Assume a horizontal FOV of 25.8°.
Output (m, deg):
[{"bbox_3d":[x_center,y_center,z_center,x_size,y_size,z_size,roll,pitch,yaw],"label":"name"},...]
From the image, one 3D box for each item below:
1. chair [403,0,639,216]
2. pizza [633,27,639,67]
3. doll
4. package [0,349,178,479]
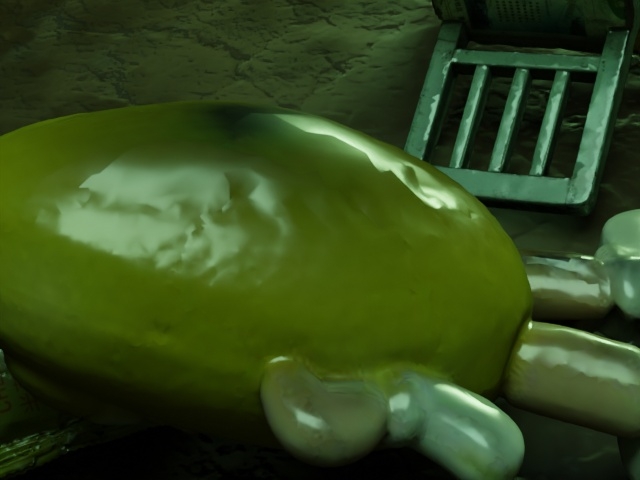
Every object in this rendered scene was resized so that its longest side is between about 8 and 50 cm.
[{"bbox_3d":[0.128,-0.170,0.882,0.136,0.147,0.270,8,60,25],"label":"chair"},{"bbox_3d":[0.222,-0.192,1.009,0.288,0.074,0.251,-11,43,4],"label":"pizza"},{"bbox_3d":[0.030,0.015,0.712,0.423,0.161,0.348,23,24,16],"label":"doll"},{"bbox_3d":[-0.174,0.042,0.789,0.168,0.090,0.226,-17,48,-8],"label":"package"}]
